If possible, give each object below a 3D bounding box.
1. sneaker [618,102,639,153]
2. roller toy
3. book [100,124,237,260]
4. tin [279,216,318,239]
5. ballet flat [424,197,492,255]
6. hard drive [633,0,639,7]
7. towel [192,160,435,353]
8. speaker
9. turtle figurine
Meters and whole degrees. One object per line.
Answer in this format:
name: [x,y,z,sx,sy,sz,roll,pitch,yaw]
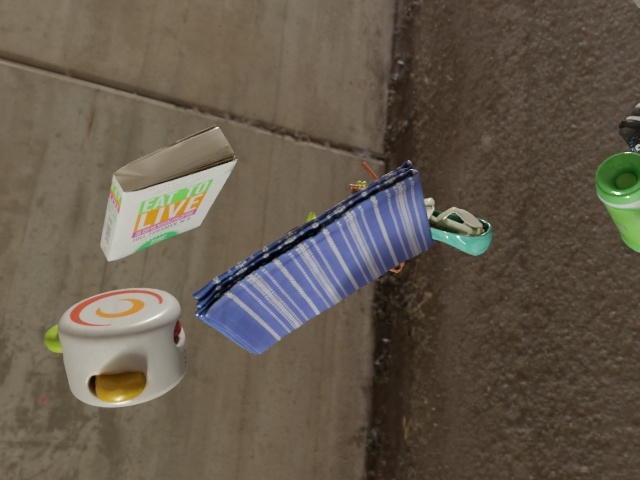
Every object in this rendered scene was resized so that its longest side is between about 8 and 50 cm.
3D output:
sneaker: [0.876,-0.265,1.611,0.121,0.079,0.217,-51,37,10]
roller toy: [-0.313,0.175,1.003,0.209,0.191,0.146,10,112,38]
book: [-0.137,-0.034,0.532,0.035,0.096,0.144,59,150,8]
tin: [0.000,0.000,1.173,0.190,0.040,0.106,-23,43,14]
ballet flat: [0.237,-0.043,1.267,0.083,0.247,0.087,-81,8,-51]
hard drive: [0.338,-0.364,0.476,0.307,0.040,0.203,115,163,-55]
towel: [0.008,0.044,0.865,0.040,0.336,0.243,58,180,29]
speaker: [0.708,-0.075,1.379,0.131,0.296,0.131,-20,54,30]
turtle figurine: [0.073,-0.038,1.409,0.087,0.217,0.269,-24,81,56]
